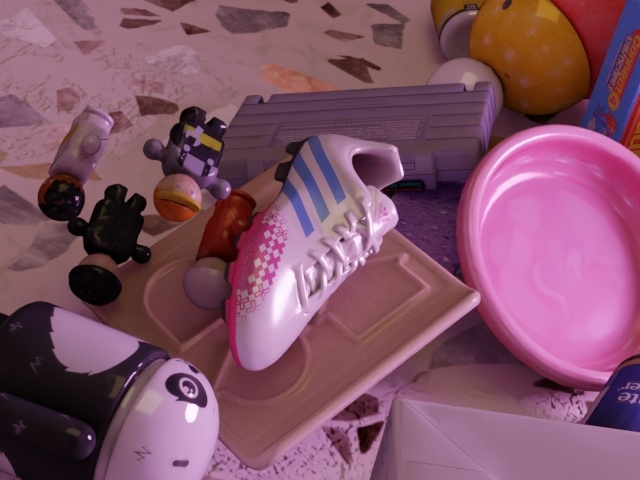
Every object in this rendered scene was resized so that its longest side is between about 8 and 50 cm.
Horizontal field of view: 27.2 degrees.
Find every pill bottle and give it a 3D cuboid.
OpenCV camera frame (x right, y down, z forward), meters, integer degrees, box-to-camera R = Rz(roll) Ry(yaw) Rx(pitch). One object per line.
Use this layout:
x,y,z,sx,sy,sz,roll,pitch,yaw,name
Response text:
0.236,-0.372,2.168,0.103,0.103,0.184,5,38,-9,pill bottle
0.328,0.225,1.401,0.123,0.123,0.219,27,41,19,pill bottle

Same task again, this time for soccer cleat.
0.000,0.000,1.404,0.143,0.116,0.331,2,45,19,soccer cleat

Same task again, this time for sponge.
0.134,-0.017,1.636,0.117,0.031,0.210,21,37,13,sponge

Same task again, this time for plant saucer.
0.301,0.025,1.592,0.332,0.084,0.332,9,67,-22,plant saucer

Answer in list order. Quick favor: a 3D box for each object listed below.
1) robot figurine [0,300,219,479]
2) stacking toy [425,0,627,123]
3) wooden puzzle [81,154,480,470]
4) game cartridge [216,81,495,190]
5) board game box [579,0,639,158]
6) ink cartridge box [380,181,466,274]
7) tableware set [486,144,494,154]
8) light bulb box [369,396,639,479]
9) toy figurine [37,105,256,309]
-0.234,0.160,1.285,0.278,0.173,0.209,21,46,12,robot figurine
0.346,-0.304,1.980,0.480,0.350,0.350,-37,56,-20,stacking toy
-0.047,0.077,1.480,0.322,0.080,0.348,-35,51,-23,wooden puzzle
0.046,-0.135,1.750,0.355,0.068,0.230,-2,33,14,game cartridge
0.534,-0.204,1.866,0.302,0.308,0.086,-6,42,-22,board game box
0.097,-0.008,1.691,0.332,0.065,0.165,-21,49,-38,ink cartridge box
0.225,-0.092,1.872,0.104,0.024,0.154,-10,44,-22,tableware set
0.192,0.341,1.018,0.358,0.361,0.225,9,39,-4,light bulb box
-0.185,-0.030,1.404,0.213,0.209,0.148,4,53,15,toy figurine
